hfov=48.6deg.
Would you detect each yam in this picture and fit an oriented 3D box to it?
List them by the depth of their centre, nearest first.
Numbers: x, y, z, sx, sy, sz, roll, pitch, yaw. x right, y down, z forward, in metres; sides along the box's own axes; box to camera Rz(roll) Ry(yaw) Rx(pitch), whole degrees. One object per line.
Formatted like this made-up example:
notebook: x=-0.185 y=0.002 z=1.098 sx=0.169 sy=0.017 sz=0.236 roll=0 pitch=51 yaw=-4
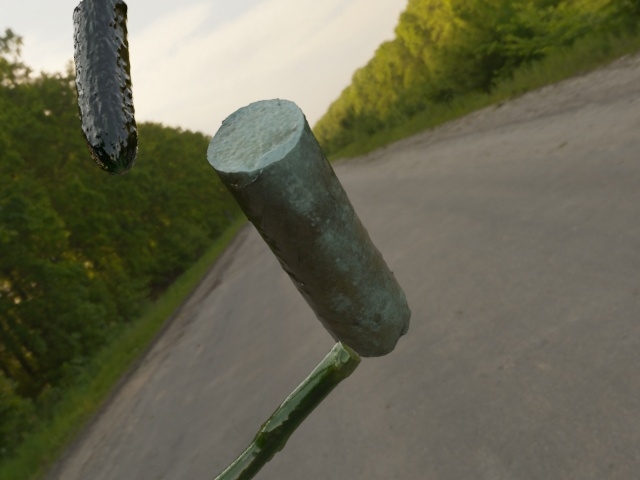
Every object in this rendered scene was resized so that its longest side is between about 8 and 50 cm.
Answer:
yam: x=0.000 y=0.000 z=0.639 sx=0.093 sy=0.259 sz=0.093 roll=-20 pitch=37 yaw=16

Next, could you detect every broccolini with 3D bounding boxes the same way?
broccolini: x=-0.062 y=0.149 z=0.397 sx=0.239 sy=0.051 sz=0.054 roll=-44 pitch=7 yaw=-5

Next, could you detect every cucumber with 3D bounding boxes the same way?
cucumber: x=-0.199 y=-0.143 z=0.665 sx=0.058 sy=0.214 sz=0.052 roll=-28 pitch=-33 yaw=20
